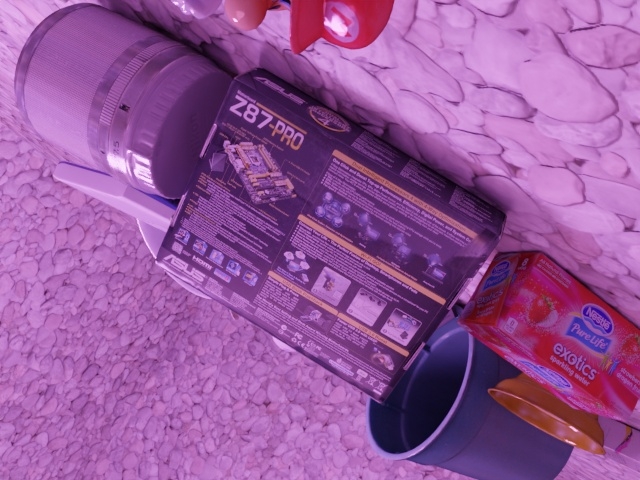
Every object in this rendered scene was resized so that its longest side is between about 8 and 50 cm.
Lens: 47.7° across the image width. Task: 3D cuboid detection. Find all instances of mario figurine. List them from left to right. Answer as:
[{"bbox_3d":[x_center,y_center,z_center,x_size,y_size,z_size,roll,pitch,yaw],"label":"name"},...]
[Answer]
[{"bbox_3d":[-0.086,-0.241,0.565,0.320,0.170,0.198,37,-157,17],"label":"mario figurine"}]

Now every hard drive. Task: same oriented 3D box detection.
[{"bbox_3d":[-0.350,-0.066,1.467,0.210,0.040,0.319,16,170,34],"label":"hard drive"}]

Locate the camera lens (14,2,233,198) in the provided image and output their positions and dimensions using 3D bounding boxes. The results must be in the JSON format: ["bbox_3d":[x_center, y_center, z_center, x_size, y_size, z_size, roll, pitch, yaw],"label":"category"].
[{"bbox_3d":[-0.285,-0.207,1.066,0.274,0.219,0.219,28,166,19],"label":"camera lens"}]

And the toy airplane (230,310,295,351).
[{"bbox_3d":[-0.010,0.077,1.342,0.386,0.272,0.384,12,174,9],"label":"toy airplane"}]

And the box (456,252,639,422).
[{"bbox_3d":[0.347,0.138,1.055,0.257,0.128,0.122,36,167,-14],"label":"box"}]

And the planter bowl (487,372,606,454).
[{"bbox_3d":[0.411,0.279,1.267,0.217,0.090,0.217,31,168,8],"label":"planter bowl"}]

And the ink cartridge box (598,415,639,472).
[{"bbox_3d":[0.665,0.448,1.594,0.198,0.067,0.115,21,162,37],"label":"ink cartridge box"}]

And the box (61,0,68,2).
[{"bbox_3d":[-0.414,-0.408,0.905,0.275,0.094,0.113,29,166,16],"label":"box"}]

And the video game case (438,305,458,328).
[{"bbox_3d":[0.113,0.184,1.512,0.035,0.248,0.275,65,161,-14],"label":"video game case"}]

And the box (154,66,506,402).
[{"bbox_3d":[0.000,0.000,0.999,0.395,0.318,0.097,31,-150,4],"label":"box"}]

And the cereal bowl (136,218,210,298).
[{"bbox_3d":[-0.274,-0.038,1.711,0.339,0.141,0.339,25,135,28],"label":"cereal bowl"}]

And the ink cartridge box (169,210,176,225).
[{"bbox_3d":[-0.193,-0.063,1.343,0.062,0.209,0.109,33,146,8],"label":"ink cartridge box"}]

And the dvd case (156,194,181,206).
[{"bbox_3d":[-0.350,-0.171,1.561,0.164,0.018,0.221,25,134,29],"label":"dvd case"}]

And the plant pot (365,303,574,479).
[{"bbox_3d":[0.328,0.350,1.518,0.334,0.341,0.341,28,169,-19],"label":"plant pot"}]
